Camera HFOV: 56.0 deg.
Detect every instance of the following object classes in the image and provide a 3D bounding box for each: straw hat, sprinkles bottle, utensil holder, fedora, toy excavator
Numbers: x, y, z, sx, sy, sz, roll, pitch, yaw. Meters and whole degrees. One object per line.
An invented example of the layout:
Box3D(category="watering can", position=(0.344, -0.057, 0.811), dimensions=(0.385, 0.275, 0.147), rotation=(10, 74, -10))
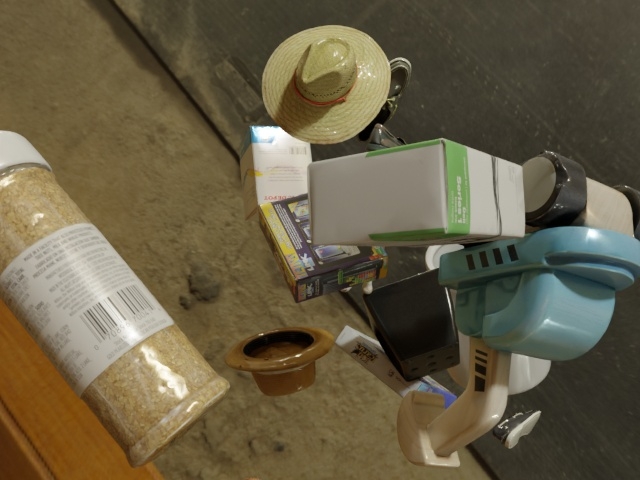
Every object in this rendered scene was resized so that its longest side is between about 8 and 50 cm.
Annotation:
Box3D(category="straw hat", position=(0.006, -0.178, 0.627), dimensions=(0.144, 0.061, 0.145), rotation=(0, 81, 0))
Box3D(category="sprinkles bottle", position=(-0.248, 0.055, 0.609), dimensions=(0.121, 0.121, 0.355), rotation=(-42, 83, 7))
Box3D(category="utensil holder", position=(0.483, 0.191, 1.689), dimensions=(0.327, 0.328, 0.386), rotation=(-6, 118, 16))
Box3D(category="fedora", position=(-0.062, 0.203, 0.987), dimensions=(0.194, 0.194, 0.079), rotation=(-7, 99, 16))
Box3D(category="toy excavator", position=(0.286, 0.139, 0.947), dimensions=(0.432, 0.222, 0.446), rotation=(-21, 57, 57))

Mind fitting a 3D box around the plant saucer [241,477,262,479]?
Box3D(category="plant saucer", position=(-0.093, 0.402, 0.932), dimensions=(0.083, 0.013, 0.084), rotation=(11, 124, 17))

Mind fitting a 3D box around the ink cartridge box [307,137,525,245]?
Box3D(category="ink cartridge box", position=(0.114, -0.042, 0.665), dimensions=(0.160, 0.219, 0.093), rotation=(-5, 85, 37))

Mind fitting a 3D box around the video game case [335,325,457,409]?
Box3D(category="video game case", position=(0.192, 0.329, 1.508), dimensions=(0.244, 0.269, 0.061), rotation=(32, 88, 36))

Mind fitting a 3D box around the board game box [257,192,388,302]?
Box3D(category="board game box", position=(0.000, 0.000, 0.882), dimensions=(0.140, 0.048, 0.170), rotation=(-15, 47, -14))

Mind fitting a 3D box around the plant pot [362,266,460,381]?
Box3D(category="plant pot", position=(0.214, 0.198, 1.322), dimensions=(0.188, 0.187, 0.167), rotation=(-18, 54, 1))

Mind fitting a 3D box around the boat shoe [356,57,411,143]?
Box3D(category="boat shoe", position=(0.201, -0.445, 1.948), dimensions=(0.109, 0.091, 0.305), rotation=(22, 131, -13))

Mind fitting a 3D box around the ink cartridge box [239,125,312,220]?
Box3D(category="ink cartridge box", position=(-0.126, -0.183, 1.698), dimensions=(0.171, 0.168, 0.233), rotation=(-2, 78, -21))

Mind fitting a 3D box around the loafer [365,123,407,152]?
Box3D(category="loafer", position=(0.229, -0.275, 1.780), dimensions=(0.096, 0.267, 0.084), rotation=(12, 92, 34))

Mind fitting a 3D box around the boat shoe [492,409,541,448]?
Box3D(category="boat shoe", position=(0.347, 0.324, 1.059), dimensions=(0.038, 0.125, 0.046), rotation=(29, 122, 38))

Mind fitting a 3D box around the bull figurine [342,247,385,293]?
Box3D(category="bull figurine", position=(0.084, -0.004, 1.252), dimensions=(0.101, 0.188, 0.311), rotation=(10, 55, 1))
